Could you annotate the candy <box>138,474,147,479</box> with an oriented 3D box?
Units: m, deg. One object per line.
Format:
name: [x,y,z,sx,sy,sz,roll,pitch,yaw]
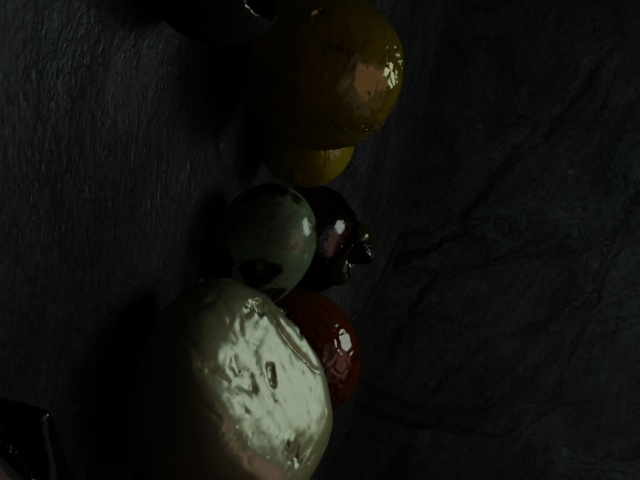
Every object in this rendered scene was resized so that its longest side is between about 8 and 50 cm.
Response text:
candy: [-0.286,0.445,1.559,0.312,0.061,0.088,-54,154,-59]

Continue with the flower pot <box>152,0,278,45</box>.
flower pot: [-0.131,-0.347,1.365,0.243,0.157,0.189,-16,115,-74]

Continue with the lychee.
lychee: [-0.040,0.204,1.957,0.300,0.255,0.255,-9,114,-40]

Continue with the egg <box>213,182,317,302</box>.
egg: [-0.097,0.014,1.785,0.169,0.169,0.231,-46,158,-67]

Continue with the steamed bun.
steamed bun: [-0.157,0.245,1.543,0.334,0.233,0.312,58,34,-10]

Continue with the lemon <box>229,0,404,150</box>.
lemon: [-0.009,-0.276,1.691,0.310,0.258,0.258,11,90,-38]

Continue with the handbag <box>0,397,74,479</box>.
handbag: [-0.348,0.319,1.046,0.288,0.152,0.342,-58,158,-28]

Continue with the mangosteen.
mangosteen: [-0.007,-0.006,2.055,0.216,0.216,0.216,11,90,-77]

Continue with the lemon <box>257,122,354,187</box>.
lemon: [-0.023,-0.192,1.904,0.178,0.178,0.203,71,33,-65]
